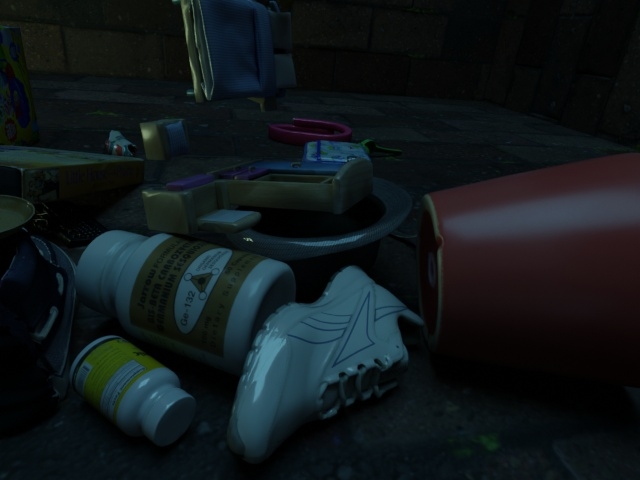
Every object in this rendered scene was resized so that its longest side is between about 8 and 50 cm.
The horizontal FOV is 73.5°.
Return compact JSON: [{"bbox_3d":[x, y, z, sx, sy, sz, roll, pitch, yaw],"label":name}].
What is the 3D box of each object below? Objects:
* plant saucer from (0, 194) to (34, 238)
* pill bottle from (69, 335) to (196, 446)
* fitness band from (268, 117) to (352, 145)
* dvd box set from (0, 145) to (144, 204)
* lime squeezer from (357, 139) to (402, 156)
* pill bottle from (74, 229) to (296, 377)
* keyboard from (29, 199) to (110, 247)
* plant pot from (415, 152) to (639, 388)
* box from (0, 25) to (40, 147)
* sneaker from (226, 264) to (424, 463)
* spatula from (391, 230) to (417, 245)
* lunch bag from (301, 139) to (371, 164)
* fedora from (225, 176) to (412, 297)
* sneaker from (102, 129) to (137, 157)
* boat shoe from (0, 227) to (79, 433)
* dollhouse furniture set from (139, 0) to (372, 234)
[{"bbox_3d":[-0.314,-0.018,0.398,0.083,0.015,0.083,8,30,-5],"label":"plant saucer"},{"bbox_3d":[-0.175,0.142,0.406,0.116,0.065,0.065,21,30,27],"label":"pill bottle"},{"bbox_3d":[-0.035,-0.377,1.492,0.290,0.054,0.209,6,27,4],"label":"fitness band"},{"bbox_3d":[-0.547,-0.128,0.768,0.307,0.062,0.420,5,12,-3],"label":"dvd box set"},{"bbox_3d":[0.153,-0.259,1.313,0.110,0.059,0.310,43,33,5],"label":"lime squeezer"},{"bbox_3d":[-0.156,0.062,0.496,0.229,0.131,0.131,14,27,17],"label":"pill bottle"},{"bbox_3d":[-0.452,-0.041,0.750,0.192,0.038,0.100,25,32,35],"label":"keyboard"},{"bbox_3d":[0.248,0.036,0.515,0.242,0.275,0.275,-1,26,5],"label":"plant pot"},{"bbox_3d":[-0.837,-0.351,1.011,0.176,0.290,0.279,1,27,-10],"label":"box"},{"bbox_3d":[0.021,0.119,0.453,0.129,0.111,0.297,25,33,23],"label":"sneaker"},{"bbox_3d":[0.153,-0.018,0.832,0.084,0.030,0.296,-21,37,-38],"label":"spatula"},{"bbox_3d":[0.035,-0.197,1.109,0.175,0.090,0.219,3,25,0],"label":"lunch bag"},{"bbox_3d":[0.000,0.000,0.658,0.275,0.125,0.243,-15,30,-20],"label":"fedora"},{"bbox_3d":[-0.532,-0.248,1.145,0.075,0.057,0.161,13,20,-25],"label":"sneaker"},{"bbox_3d":[-0.347,0.033,0.485,0.127,0.158,0.340,-11,31,-30],"label":"boat shoe"},{"bbox_3d":[-0.065,-0.189,0.534,0.198,0.304,0.286,5,20,23],"label":"dollhouse furniture set"}]
